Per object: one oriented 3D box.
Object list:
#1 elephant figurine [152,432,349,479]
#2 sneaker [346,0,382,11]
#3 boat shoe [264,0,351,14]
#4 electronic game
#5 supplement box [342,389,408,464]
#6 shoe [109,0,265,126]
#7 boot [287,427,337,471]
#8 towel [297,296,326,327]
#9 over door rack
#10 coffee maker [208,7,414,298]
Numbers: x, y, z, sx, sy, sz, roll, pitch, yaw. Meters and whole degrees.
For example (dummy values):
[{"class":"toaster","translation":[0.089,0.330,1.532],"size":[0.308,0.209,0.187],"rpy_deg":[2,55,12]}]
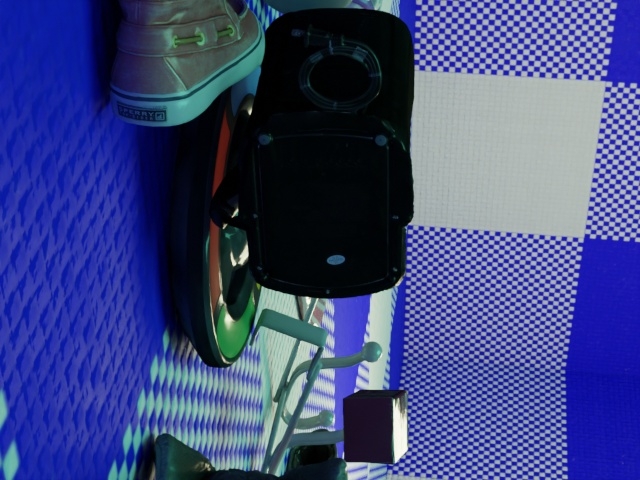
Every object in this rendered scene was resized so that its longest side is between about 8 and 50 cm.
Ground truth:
[{"class":"elephant figurine","translation":[-0.055,0.197,0.778],"size":[0.169,0.186,0.239],"rpy_deg":[43,19,-21]},{"class":"sneaker","translation":[0.026,-0.208,1.321],"size":[0.236,0.095,0.104],"rpy_deg":[49,53,-73]},{"class":"boat shoe","translation":[-0.004,-0.285,0.928],"size":[0.306,0.113,0.105],"rpy_deg":[79,10,-73]},{"class":"electronic game","translation":[-0.062,-0.024,0.865],"size":[0.229,0.048,0.229],"rpy_deg":[5,90,-83]},{"class":"supplement box","translation":[0.047,0.153,1.006],"size":[0.083,0.043,0.055],"rpy_deg":[15,74,-78]},{"class":"shoe","translation":[-0.070,-0.130,0.676],"size":[0.178,0.063,0.081],"rpy_deg":[-64,160,-62]},{"class":"boot","translation":[-0.003,0.317,1.501],"size":[0.189,0.076,0.208],"rpy_deg":[-77,162,-59]},{"class":"towel","translation":[0.000,0.000,1.441],"size":[0.144,0.029,0.197],"rpy_deg":[79,17,-61]},{"class":"over door rack","translation":[-0.001,0.132,1.098],"size":[0.239,0.108,0.324],"rpy_deg":[-77,175,-54]},{"class":"coffee maker","translation":[0.014,-0.078,0.756],"size":[0.178,0.120,0.171],"rpy_deg":[-85,-162,-56]}]
